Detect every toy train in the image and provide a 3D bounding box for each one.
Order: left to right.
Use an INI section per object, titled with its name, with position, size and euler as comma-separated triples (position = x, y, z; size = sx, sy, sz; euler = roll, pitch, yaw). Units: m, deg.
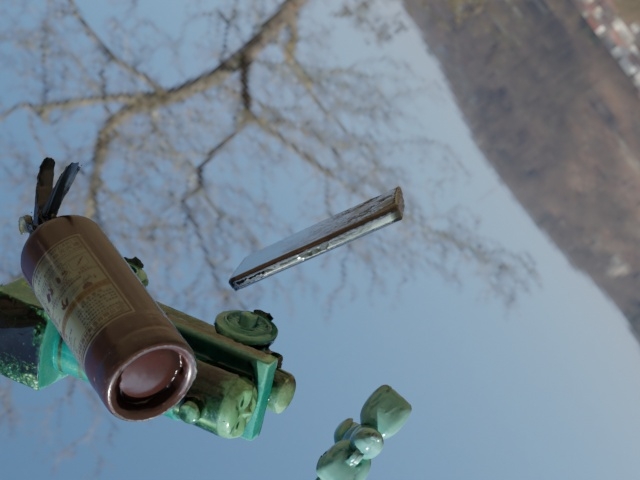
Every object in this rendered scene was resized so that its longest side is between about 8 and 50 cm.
[toy train]
position = -0.179, 0.115, 1.383
size = 0.298, 0.120, 0.194
euler = 20, -161, 19

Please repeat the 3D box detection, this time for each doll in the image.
[doll]
position = 0.047, 0.251, 1.667
size = 0.059, 0.159, 0.158
euler = 43, -132, 0

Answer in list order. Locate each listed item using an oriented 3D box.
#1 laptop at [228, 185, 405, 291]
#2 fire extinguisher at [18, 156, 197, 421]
[laptop]
position = 0.000, 0.000, 1.539
size = 0.154, 0.207, 0.026
euler = -70, -46, -79
[fire extinguisher]
position = -0.165, 0.024, 0.996
size = 0.071, 0.099, 0.231
euler = 5, -149, -39
